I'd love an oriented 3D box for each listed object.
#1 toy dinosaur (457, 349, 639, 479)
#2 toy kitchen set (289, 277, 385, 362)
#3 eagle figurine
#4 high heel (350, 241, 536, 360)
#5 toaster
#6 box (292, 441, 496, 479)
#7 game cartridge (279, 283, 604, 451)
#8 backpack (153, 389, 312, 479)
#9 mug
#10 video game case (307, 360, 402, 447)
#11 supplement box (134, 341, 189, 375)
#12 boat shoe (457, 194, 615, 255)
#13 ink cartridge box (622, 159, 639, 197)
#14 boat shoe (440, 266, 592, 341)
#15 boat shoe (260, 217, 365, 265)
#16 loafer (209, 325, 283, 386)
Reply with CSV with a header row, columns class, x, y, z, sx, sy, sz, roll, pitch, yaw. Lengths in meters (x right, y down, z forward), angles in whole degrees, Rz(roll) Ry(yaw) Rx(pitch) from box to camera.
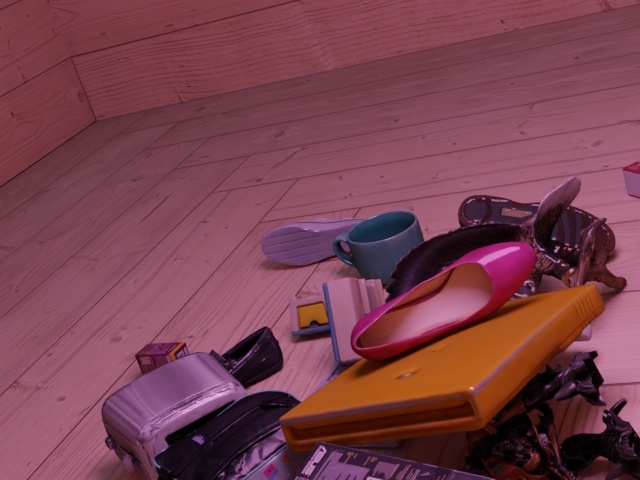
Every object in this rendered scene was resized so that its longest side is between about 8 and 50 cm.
class,x,y,z,sx,sy,sz,roll,pitch,yaw
toy dinosaur,0.236,0.224,1.232,0.218,0.164,0.322,-28,39,21
toy kitchen set,0.009,0.134,1.688,0.166,0.122,0.207,-12,-7,18
eagle figurine,0.269,0.039,1.601,0.298,0.226,0.225,4,50,35
high heel,0.147,0.072,1.302,0.244,0.082,0.117,-25,-6,14
toaster,-0.188,0.253,1.530,0.227,0.129,0.146,-25,26,-22
box,0.022,0.354,1.069,0.242,0.076,0.307,2,43,42
game cartridge,0.151,0.150,1.287,0.285,0.052,0.324,-17,6,41
backpack,-0.085,0.280,1.342,0.188,0.144,0.166,-42,29,-23
mug,0.114,0.016,1.904,0.129,0.097,0.158,-28,22,-22
video game case,0.065,0.226,1.527,0.184,0.023,0.201,-5,23,31
supplement box,-0.261,0.205,1.808,0.083,0.055,0.043,-5,23,30
boat shoe,0.357,-0.010,1.772,0.258,0.095,0.095,17,63,22
ink cartridge box,0.616,-0.121,1.884,0.135,0.056,0.099,-25,21,-16
boat shoe,0.264,0.085,1.466,0.219,0.070,0.078,14,-14,10
boat shoe,0.000,0.000,2.091,0.226,0.083,0.076,-3,11,8
loafer,-0.161,0.208,1.681,0.223,0.078,0.076,-28,22,-23
